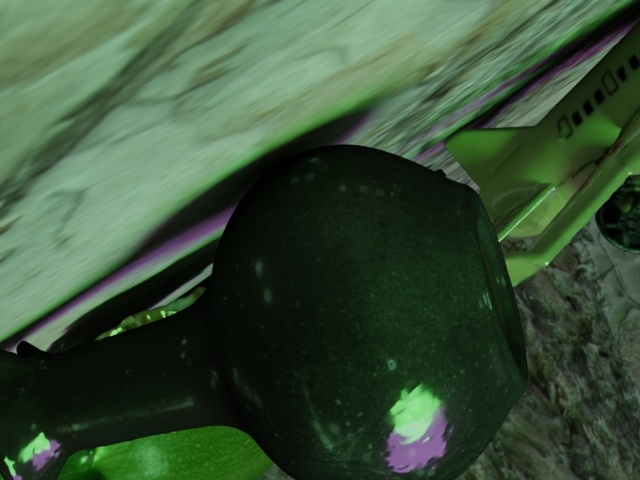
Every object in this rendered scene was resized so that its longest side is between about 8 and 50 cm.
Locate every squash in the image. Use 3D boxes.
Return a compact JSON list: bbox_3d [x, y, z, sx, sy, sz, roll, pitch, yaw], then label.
[{"bbox_3d":[-0.070,0.092,0.876,0.101,0.101,0.378,-33,175,17],"label":"squash"}]

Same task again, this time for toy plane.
[{"bbox_3d":[0.161,-0.065,0.767,0.256,0.104,0.242,-27,-165,36],"label":"toy plane"}]

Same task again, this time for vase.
[{"bbox_3d":[-0.027,0.038,0.556,0.182,0.120,0.120,-14,180,13],"label":"vase"}]

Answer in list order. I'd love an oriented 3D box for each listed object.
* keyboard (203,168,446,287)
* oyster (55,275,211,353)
[{"bbox_3d":[0.000,0.000,0.865,0.061,0.013,0.204,-34,176,32],"label":"keyboard"},{"bbox_3d":[-0.062,0.045,0.700,0.103,0.051,0.148,-24,-175,-12],"label":"oyster"}]
